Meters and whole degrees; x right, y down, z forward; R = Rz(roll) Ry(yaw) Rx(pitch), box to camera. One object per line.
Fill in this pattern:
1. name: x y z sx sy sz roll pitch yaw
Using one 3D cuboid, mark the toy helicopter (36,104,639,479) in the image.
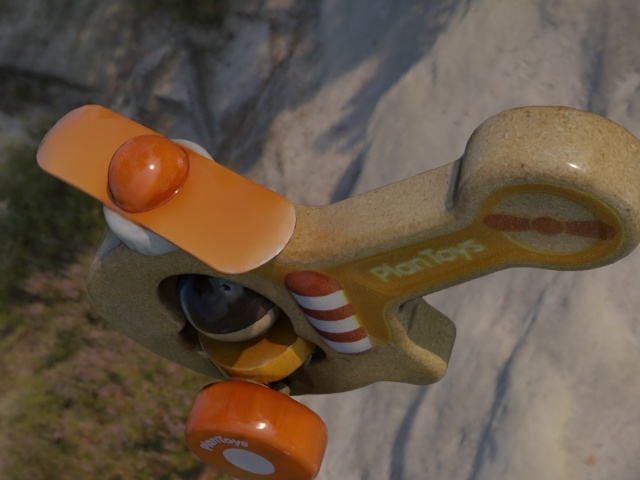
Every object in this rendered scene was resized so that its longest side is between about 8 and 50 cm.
1. toy helicopter: 0.000 0.000 0.612 0.355 0.235 0.140 -21 40 47
